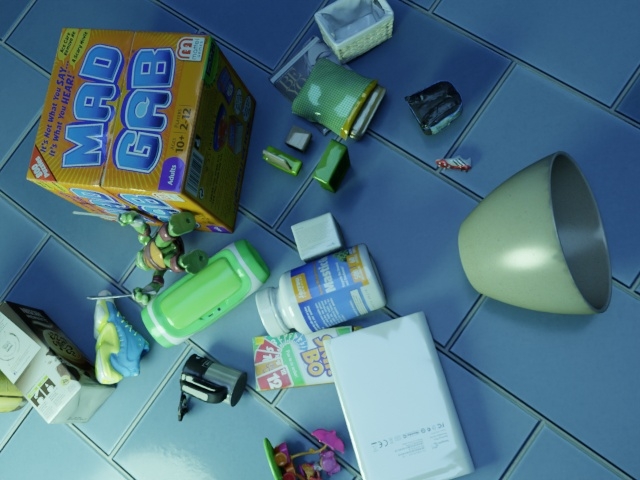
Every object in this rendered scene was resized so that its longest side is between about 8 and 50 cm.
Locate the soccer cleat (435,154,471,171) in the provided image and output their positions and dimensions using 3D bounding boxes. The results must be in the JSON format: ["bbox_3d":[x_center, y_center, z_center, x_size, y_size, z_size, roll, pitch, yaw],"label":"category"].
[{"bbox_3d":[0.311,-0.183,1.719,0.083,0.029,0.036,10,71,11],"label":"soccer cleat"}]

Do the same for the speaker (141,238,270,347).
[{"bbox_3d":[-0.267,0.124,1.724,0.296,0.131,0.131,-35,72,3],"label":"speaker"}]

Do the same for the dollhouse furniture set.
[{"bbox_3d":[0.008,-0.291,1.728,0.197,0.151,0.301,27,86,10],"label":"dollhouse furniture set"}]

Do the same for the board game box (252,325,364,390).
[{"bbox_3d":[-0.024,0.269,1.685,0.259,0.039,0.124,-8,76,8],"label":"board game box"}]

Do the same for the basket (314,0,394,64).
[{"bbox_3d":[0.085,-0.525,1.800,0.167,0.103,0.113,-30,72,-4],"label":"basket"}]

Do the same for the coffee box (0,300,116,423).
[{"bbox_3d":[-0.653,0.290,1.748,0.297,0.168,0.119,40,88,17],"label":"coffee box"}]

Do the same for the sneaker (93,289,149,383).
[{"bbox_3d":[-0.481,0.232,1.781,0.126,0.091,0.240,2,59,-21],"label":"sneaker"}]

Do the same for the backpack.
[{"bbox_3d":[0.274,-0.313,1.726,0.114,0.084,0.105,-31,73,9],"label":"backpack"}]

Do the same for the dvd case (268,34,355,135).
[{"bbox_3d":[-0.002,-0.390,1.841,0.164,0.018,0.221,-43,72,0],"label":"dvd case"}]

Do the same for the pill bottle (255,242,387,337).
[{"bbox_3d":[0.000,0.120,1.651,0.272,0.152,0.152,-21,74,6],"label":"pill bottle"}]

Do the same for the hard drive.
[{"bbox_3d":[0.166,0.355,1.596,0.233,0.047,0.353,-17,77,1],"label":"hard drive"}]

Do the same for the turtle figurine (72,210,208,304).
[{"bbox_3d":[-0.398,0.036,1.663,0.266,0.274,0.198,-17,59,45],"label":"turtle figurine"}]

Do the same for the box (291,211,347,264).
[{"bbox_3d":[0.000,0.000,1.705,0.102,0.101,0.087,-19,73,8],"label":"box"}]

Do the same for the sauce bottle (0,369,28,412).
[{"bbox_3d":[-0.802,0.334,1.679,0.111,0.344,0.111,-3,74,12],"label":"sauce bottle"}]

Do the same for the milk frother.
[{"bbox_3d":[-0.258,0.356,1.693,0.134,0.129,0.143,17,124,16],"label":"milk frother"}]

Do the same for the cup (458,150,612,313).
[{"bbox_3d":[0.429,0.007,1.526,0.237,0.331,0.331,-16,72,35],"label":"cup"}]

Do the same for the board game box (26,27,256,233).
[{"bbox_3d":[-0.391,-0.242,1.714,0.356,0.356,0.356,6,78,13],"label":"board game box"}]

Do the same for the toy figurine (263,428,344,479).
[{"bbox_3d":[-0.019,0.484,1.603,0.159,0.130,0.173,-21,95,-3],"label":"toy figurine"}]
